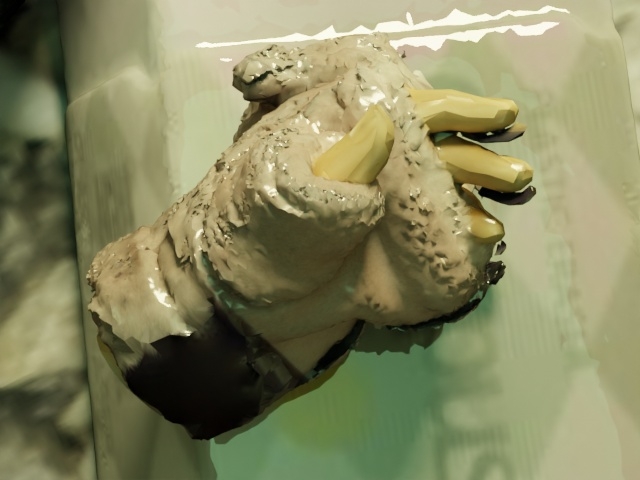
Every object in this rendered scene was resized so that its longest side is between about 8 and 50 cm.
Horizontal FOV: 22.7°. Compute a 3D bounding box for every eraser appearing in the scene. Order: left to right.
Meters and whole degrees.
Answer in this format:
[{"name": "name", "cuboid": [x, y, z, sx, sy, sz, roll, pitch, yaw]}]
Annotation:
[{"name": "eraser", "cuboid": [0.018, 0.070, 0.586, 0.213, 0.082, 0.396, -7, 82, -4]}]

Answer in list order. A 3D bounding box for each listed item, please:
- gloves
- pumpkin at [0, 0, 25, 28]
[{"name": "gloves", "cuboid": [-0.007, -0.002, 0.506, 0.144, 0.110, 0.094, -24, 41, -6]}, {"name": "pumpkin", "cuboid": [-0.191, -0.171, 0.550, 0.250, 0.216, 0.249, 5, 67, -12]}]
